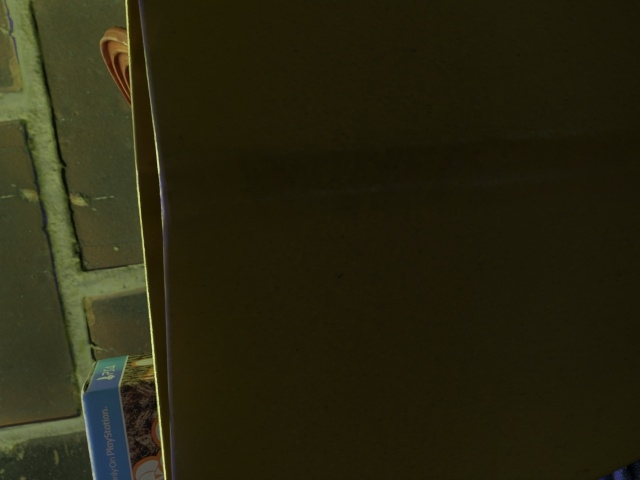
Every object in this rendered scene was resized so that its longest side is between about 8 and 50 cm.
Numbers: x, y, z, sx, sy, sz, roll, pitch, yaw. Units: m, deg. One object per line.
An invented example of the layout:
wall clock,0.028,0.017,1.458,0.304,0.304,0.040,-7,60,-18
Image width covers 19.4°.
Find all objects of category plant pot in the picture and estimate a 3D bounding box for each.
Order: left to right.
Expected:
plant pot,0.034,-0.025,0.625,0.212,0.187,0.212,93,169,-47

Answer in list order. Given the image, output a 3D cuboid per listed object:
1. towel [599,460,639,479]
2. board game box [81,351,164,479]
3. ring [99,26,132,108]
towel,0.107,0.146,0.810,0.209,0.034,0.285,-112,13,-61
board game box,-0.014,0.191,1.384,0.141,0.291,0.232,-122,23,-84
ring,0.000,0.000,1.059,0.336,0.032,0.336,45,172,8
